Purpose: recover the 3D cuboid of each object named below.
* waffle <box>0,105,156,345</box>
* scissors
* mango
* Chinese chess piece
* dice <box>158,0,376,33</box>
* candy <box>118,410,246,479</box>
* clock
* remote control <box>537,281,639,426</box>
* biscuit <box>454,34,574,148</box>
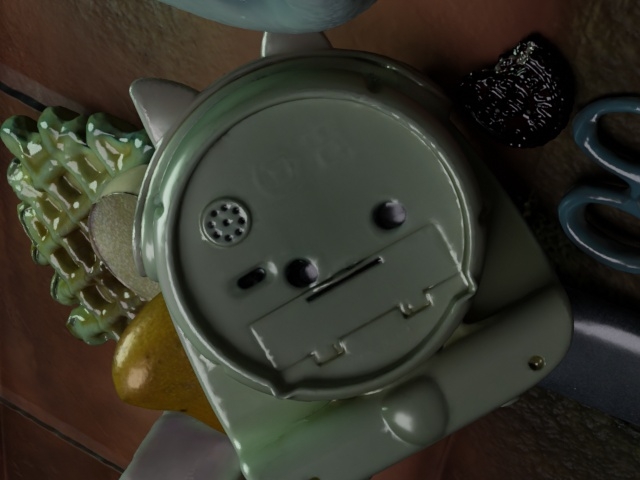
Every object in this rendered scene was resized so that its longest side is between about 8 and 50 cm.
[{"bbox_3d":[-0.148,0.016,1.391,0.291,0.056,0.309,14,133,28],"label":"waffle"},{"bbox_3d":[0.293,-0.002,1.033,0.289,0.041,0.138,24,131,24],"label":"scissors"},{"bbox_3d":[-0.041,0.092,1.247,0.109,0.262,0.157,29,108,42],"label":"mango"},{"bbox_3d":[-0.130,-0.004,1.278,0.122,0.051,0.122,21,134,23],"label":"Chinese chess piece"},{"bbox_3d":[-0.054,-0.279,0.791,0.268,0.262,0.265,22,168,9],"label":"dice"},{"bbox_3d":[-0.096,0.362,1.581,0.145,0.208,0.359,2,128,30],"label":"candy"},{"bbox_3d":[0.000,0.000,1.102,0.265,0.108,0.324,-30,99,5],"label":"clock"},{"bbox_3d":[0.287,0.115,1.154,0.377,0.044,0.107,21,132,21],"label":"remote control"},{"bbox_3d":[0.133,-0.102,1.073,0.087,0.027,0.089,19,138,25],"label":"biscuit"}]
